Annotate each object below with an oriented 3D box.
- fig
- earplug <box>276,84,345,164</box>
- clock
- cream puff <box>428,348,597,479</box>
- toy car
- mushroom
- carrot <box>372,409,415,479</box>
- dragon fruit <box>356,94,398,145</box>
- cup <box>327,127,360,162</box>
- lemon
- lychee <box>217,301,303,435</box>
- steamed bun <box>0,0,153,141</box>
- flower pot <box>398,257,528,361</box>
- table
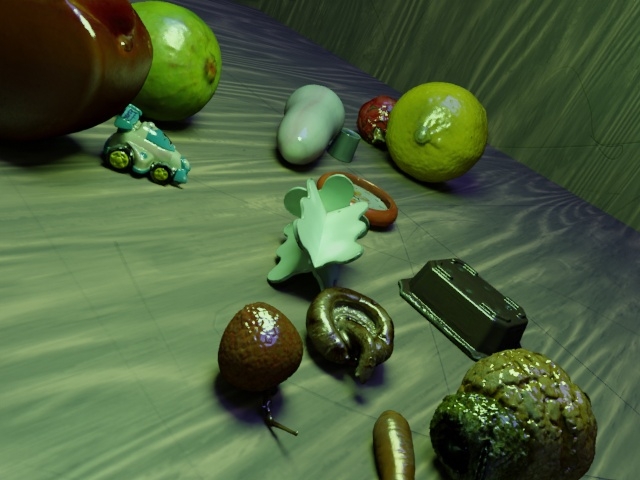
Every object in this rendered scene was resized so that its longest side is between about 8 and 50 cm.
[{"bbox_3d":[-0.390,-0.398,1.352,0.327,0.257,0.258,8,24,4],"label":"fig"},{"bbox_3d":[-0.036,-0.280,1.569,0.173,0.172,0.301,24,29,-5],"label":"earplug"},{"bbox_3d":[0.086,-0.096,1.429,0.205,0.051,0.205,21,25,-10],"label":"clock"},{"bbox_3d":[0.220,0.237,0.754,0.169,0.183,0.183,-8,39,-33],"label":"cream puff"},{"bbox_3d":[-0.313,-0.176,1.130,0.162,0.098,0.126,19,26,-12],"label":"toy car"},{"bbox_3d":[0.046,0.138,0.872,0.135,0.080,0.170,7,28,-12],"label":"mushroom"},{"bbox_3d":[0.085,0.277,0.676,0.048,0.048,0.216,22,29,-11],"label":"carrot"},{"bbox_3d":[0.210,-0.401,2.050,0.172,0.172,0.209,32,30,12],"label":"dragon fruit"},{"bbox_3d":[0.060,-0.283,1.757,0.100,0.077,0.078,31,24,12],"label":"cup"},{"bbox_3d":[0.359,-0.334,1.880,0.336,0.335,0.336,22,24,-10],"label":"lemon"},{"bbox_3d":[-0.073,0.144,0.725,0.101,0.140,0.114,16,-13,-13],"label":"lychee"},{"bbox_3d":[-0.482,-0.290,0.996,0.380,0.248,0.235,12,24,9],"label":"steamed bun"},{"bbox_3d":[0.279,0.118,1.143,0.179,0.084,0.251,-2,35,-48],"label":"flower pot"},{"bbox_3d":[0.000,0.000,1.031,0.167,0.166,0.198,23,31,-6],"label":"table"}]
